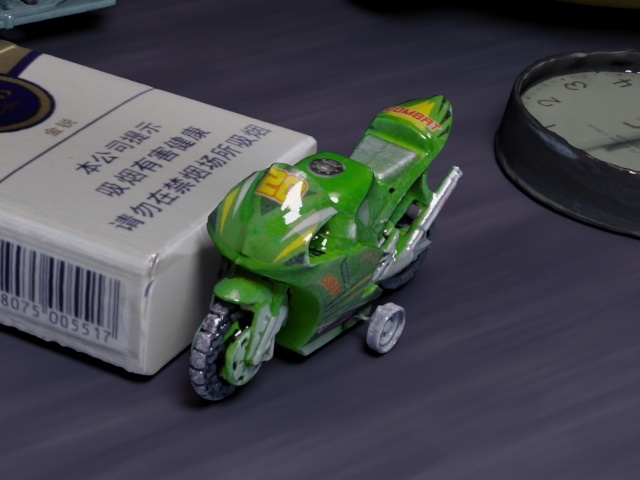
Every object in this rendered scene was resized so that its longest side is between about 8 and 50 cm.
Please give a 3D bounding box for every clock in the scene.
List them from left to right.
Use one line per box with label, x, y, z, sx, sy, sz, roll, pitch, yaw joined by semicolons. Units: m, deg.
clock;0.193;-0.058;1.142;0.184;0.040;0.184;6;28;-3

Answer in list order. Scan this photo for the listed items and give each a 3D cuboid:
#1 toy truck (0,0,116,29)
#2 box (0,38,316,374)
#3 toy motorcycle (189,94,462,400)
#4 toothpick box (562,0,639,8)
toy truck;-0.283;-0.177;1.164;0.338;0.133;0.184;-17;46;-41
box;-0.151;-0.032;0.985;0.259;0.071;0.168;19;31;19
toy motorcycle;0.000;0.000;0.923;0.074;0.106;0.190;23;34;26
toothpick box;0.214;-0.350;1.305;0.425;0.409;0.409;-11;33;-19
